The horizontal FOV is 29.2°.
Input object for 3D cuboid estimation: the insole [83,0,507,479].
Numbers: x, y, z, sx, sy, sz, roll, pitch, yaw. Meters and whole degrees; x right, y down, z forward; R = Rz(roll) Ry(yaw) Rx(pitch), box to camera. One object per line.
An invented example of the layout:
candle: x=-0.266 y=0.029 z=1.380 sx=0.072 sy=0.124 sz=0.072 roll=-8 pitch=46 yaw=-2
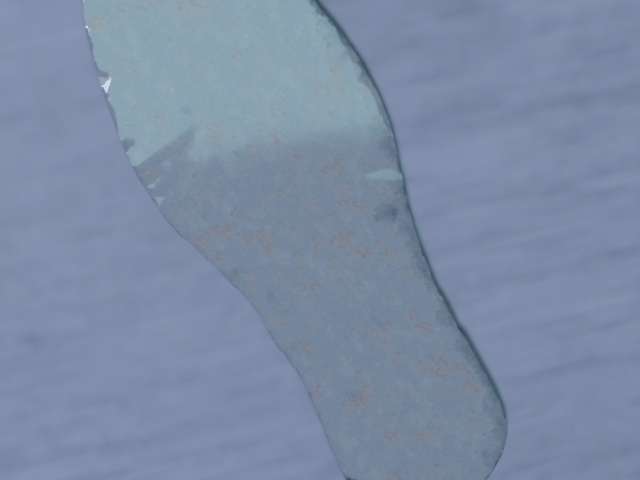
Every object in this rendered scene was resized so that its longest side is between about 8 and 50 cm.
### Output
insole: x=0.000 y=0.000 z=0.337 sx=0.065 sy=0.004 sz=0.197 roll=-31 pitch=114 yaw=-1
